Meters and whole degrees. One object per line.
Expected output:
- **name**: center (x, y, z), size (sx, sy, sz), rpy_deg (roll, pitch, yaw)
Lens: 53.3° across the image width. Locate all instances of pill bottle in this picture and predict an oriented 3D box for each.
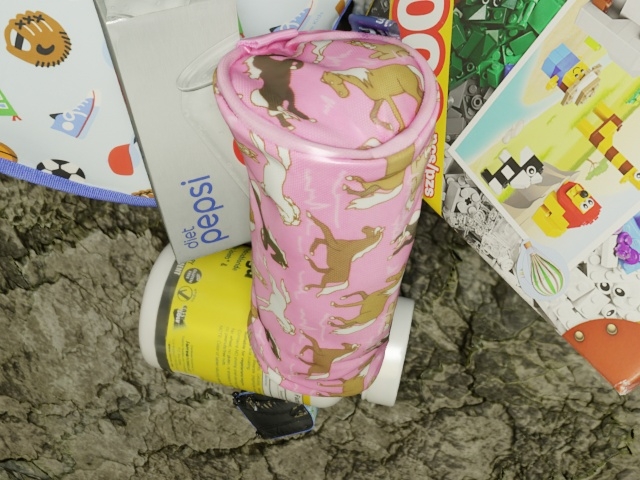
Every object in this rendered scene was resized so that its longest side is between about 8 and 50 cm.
- **pill bottle**: center (-0.052, 0.112, 0.850), size (0.333, 0.188, 0.188), rpy_deg (11, 123, 8)

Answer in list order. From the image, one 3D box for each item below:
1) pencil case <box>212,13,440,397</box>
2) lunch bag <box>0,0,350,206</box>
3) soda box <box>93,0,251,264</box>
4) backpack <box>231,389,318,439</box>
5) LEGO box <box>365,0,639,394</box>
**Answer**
- **pencil case**: center (0.000, 0.000, 0.574), size (0.160, 0.167, 0.386), rpy_deg (6, 141, 4)
- **lunch bag**: center (-0.193, -0.219, 0.650), size (0.385, 0.239, 0.328), rpy_deg (17, 126, -26)
- **soda box**: center (-0.119, -0.106, 0.573), size (0.098, 0.091, 0.286), rpy_deg (-18, 144, -14)
- **backpack**: center (-0.059, 0.247, 0.997), size (0.114, 0.084, 0.105), rpy_deg (-16, 116, 29)
- **LEGO box**: center (0.270, -0.204, 0.457), size (0.372, 0.193, 0.500), rpy_deg (49, 129, 28)
